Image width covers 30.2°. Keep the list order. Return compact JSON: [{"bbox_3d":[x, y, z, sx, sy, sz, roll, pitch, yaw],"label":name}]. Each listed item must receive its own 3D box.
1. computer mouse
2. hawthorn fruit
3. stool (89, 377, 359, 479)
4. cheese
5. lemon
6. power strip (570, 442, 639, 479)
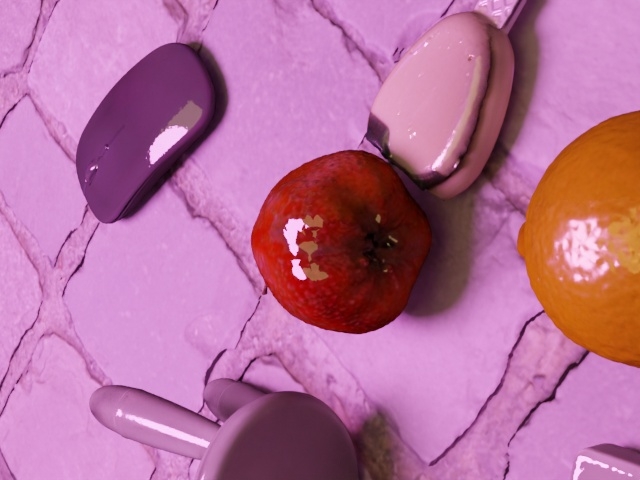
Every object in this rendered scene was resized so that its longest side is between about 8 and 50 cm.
[{"bbox_3d":[-0.200,-0.116,1.301,0.232,0.057,0.120,-41,62,32],"label":"computer mouse"},{"bbox_3d":[0.000,0.000,1.074,0.203,0.163,0.162,8,93,56],"label":"hawthorn fruit"},{"bbox_3d":[-0.097,0.231,1.105,0.199,0.195,0.195,0,88,44],"label":"stool"},{"bbox_3d":[0.133,-0.165,1.013,0.127,0.054,0.251,45,115,34],"label":"cheese"},{"bbox_3d":[0.245,-0.001,0.822,0.244,0.187,0.186,-6,84,40],"label":"lemon"},{"bbox_3d":[0.299,0.229,0.844,0.338,0.058,0.098,15,98,41],"label":"power strip"}]
